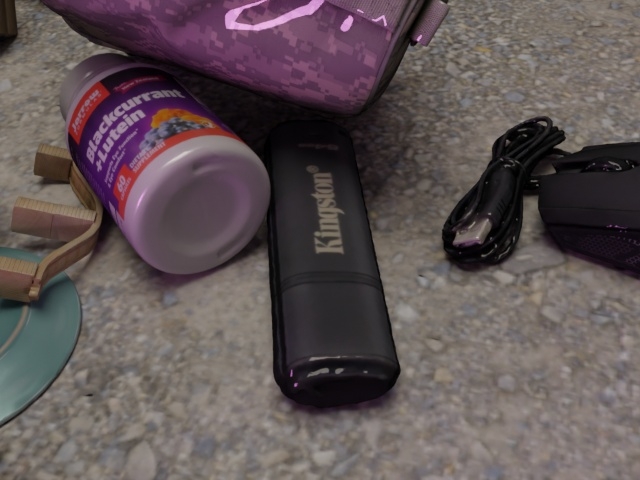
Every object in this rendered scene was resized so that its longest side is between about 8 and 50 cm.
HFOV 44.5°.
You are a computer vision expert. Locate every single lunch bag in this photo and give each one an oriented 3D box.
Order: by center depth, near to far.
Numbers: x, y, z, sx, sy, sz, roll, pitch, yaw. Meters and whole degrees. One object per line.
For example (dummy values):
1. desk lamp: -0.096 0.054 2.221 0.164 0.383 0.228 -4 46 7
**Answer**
1. lunch bag: -0.059 -0.217 0.597 0.305 0.212 0.256 19 16 -2

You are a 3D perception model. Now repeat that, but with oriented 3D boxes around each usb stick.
1. usb stick: 0.000 0.000 0.561 0.077 0.045 0.278 -5 41 -2

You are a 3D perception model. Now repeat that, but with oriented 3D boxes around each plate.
1. plate: -0.257 0.060 0.522 0.188 0.024 0.188 -1 43 1

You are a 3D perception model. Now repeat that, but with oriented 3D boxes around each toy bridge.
1. toy bridge: -0.198 -0.014 0.586 0.063 0.026 0.188 12 31 -16

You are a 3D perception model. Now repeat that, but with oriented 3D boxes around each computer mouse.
1. computer mouse: 0.238 -0.026 0.560 0.272 0.072 0.188 19 45 22

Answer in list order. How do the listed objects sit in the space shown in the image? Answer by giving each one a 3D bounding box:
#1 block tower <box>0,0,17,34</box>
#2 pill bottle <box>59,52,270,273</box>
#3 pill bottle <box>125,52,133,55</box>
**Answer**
1. block tower: -0.501 -0.263 0.810 0.335 0.097 0.091 -1 13 -2
2. pill bottle: -0.129 -0.070 0.598 0.108 0.108 0.193 -24 45 -23
3. pill bottle: -0.103 -0.265 0.806 0.219 0.123 0.123 -10 42 -8
